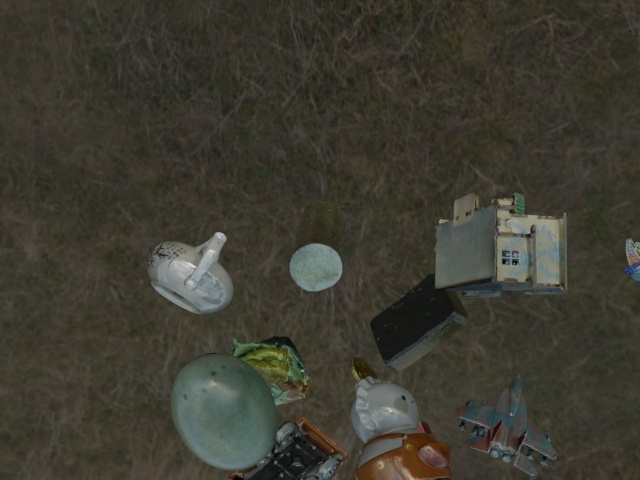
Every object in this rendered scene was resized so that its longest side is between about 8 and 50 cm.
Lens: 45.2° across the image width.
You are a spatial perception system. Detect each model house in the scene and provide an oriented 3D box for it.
[{"bbox_3d":[0.332,0.012,1.302,0.206,0.178,0.271,5,169,-14],"label":"model house"}]

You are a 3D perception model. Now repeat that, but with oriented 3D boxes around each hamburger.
[{"bbox_3d":[-0.155,0.346,2.014,0.214,0.125,0.235,-19,127,12],"label":"hamburger"}]

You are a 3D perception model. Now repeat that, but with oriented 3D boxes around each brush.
[{"bbox_3d":[0.196,0.167,1.575,0.197,0.123,0.059,-41,133,19],"label":"brush"}]

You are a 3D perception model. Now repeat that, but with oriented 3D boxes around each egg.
[{"bbox_3d":[-0.161,0.290,1.302,0.169,0.169,0.237,-13,130,9],"label":"egg"}]

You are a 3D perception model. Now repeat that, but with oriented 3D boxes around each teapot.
[{"bbox_3d":[-0.278,0.070,1.716,0.208,0.166,0.299,45,148,-8],"label":"teapot"}]

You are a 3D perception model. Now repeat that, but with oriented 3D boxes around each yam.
[{"bbox_3d":[0.000,0.000,1.358,0.093,0.259,0.093,1,112,3],"label":"yam"}]

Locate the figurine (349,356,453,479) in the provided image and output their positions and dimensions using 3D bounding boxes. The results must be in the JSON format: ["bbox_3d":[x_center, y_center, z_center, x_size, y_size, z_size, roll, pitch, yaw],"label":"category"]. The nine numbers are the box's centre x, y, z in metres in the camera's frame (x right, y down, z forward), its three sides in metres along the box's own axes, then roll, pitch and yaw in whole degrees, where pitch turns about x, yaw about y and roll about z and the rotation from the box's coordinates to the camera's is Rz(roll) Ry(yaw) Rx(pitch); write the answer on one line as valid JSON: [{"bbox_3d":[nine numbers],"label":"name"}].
[{"bbox_3d":[0.100,0.295,1.112,0.143,0.271,0.143,-24,143,-19],"label":"figurine"}]

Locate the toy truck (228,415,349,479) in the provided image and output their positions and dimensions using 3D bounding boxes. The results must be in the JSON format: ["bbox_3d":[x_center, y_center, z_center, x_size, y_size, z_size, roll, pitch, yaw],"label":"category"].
[{"bbox_3d":[-0.124,0.601,1.768,0.387,0.173,0.207,-31,144,-40],"label":"toy truck"}]

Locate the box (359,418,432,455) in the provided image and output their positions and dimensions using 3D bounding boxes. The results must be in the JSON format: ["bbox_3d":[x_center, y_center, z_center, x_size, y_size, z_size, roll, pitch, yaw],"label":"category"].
[{"bbox_3d":[0.189,0.503,1.786,0.175,0.112,0.048,-32,154,19],"label":"box"}]

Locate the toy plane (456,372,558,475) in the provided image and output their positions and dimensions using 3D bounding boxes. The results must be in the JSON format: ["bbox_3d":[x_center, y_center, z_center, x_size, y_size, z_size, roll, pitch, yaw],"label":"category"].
[{"bbox_3d":[0.408,0.383,1.670,0.222,0.326,0.104,22,111,10],"label":"toy plane"}]

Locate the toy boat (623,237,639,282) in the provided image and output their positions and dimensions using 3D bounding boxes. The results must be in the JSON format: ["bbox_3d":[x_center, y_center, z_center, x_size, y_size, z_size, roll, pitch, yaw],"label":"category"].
[{"bbox_3d":[0.767,0.042,1.838,0.175,0.110,0.091,-16,156,-36],"label":"toy boat"}]
